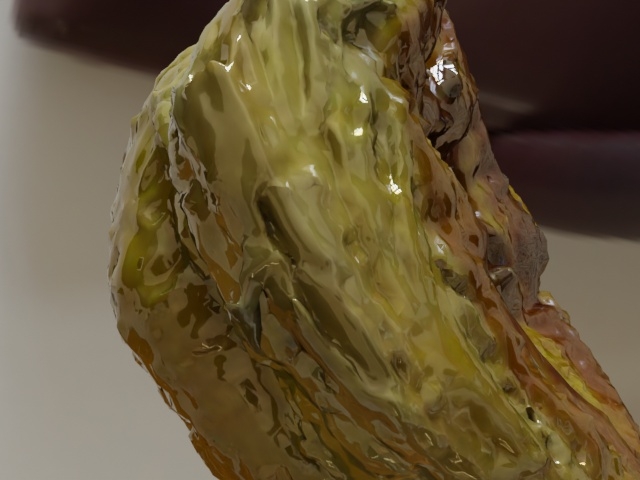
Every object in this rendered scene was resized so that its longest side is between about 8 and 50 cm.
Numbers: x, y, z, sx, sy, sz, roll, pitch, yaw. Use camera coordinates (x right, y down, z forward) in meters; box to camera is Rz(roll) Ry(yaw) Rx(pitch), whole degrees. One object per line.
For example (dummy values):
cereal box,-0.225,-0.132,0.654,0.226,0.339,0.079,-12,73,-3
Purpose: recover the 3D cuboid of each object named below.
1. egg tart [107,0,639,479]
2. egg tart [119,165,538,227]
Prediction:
egg tart,0.035,0.038,0.743,0.153,0.340,0.351,-27,13,13
egg tart,0.000,0.000,1.020,0.241,0.241,0.106,-111,33,-46
